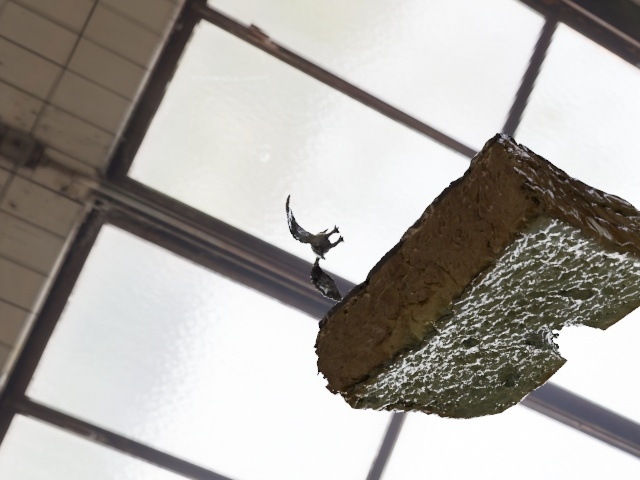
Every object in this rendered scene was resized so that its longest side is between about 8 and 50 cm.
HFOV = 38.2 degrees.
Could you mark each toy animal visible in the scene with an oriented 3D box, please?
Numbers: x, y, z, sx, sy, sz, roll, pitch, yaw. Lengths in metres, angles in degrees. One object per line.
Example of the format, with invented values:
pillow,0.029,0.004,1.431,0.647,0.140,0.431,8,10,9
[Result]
toy animal,0.001,0.000,0.660,0.028,0.084,0.050,-17,-168,34

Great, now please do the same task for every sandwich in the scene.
sandwich,0.161,0.054,0.847,0.273,0.249,0.095,-48,-134,29
